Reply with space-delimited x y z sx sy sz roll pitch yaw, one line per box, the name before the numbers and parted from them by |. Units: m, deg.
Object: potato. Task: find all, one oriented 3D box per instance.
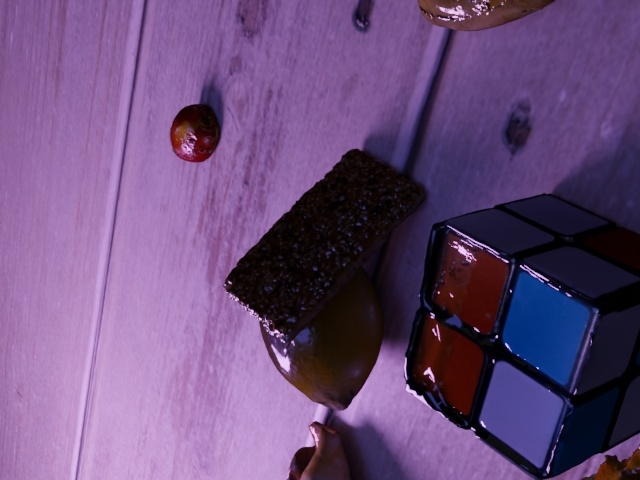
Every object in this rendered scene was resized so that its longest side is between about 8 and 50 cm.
potato | 0.159 -0.252 0.887 0.170 0.080 0.107 -1 87 52

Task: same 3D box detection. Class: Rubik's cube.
Rubik's cube | 0.201 0.078 0.854 0.180 0.167 0.183 29 122 41

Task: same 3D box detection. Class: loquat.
loquat | 0.004 0.102 1.119 0.152 0.152 0.195 -13 78 51

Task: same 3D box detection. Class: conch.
conch | 0.014 0.372 1.225 0.158 0.127 0.255 -168 92 -79

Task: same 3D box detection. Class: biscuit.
biscuit | 0.000 0.000 1.065 0.131 0.231 0.025 35 167 40

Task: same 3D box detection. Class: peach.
peach | -0.184 -0.149 1.352 0.083 0.050 0.077 -41 67 51

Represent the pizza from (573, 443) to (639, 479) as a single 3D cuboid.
pizza | 0.294 0.291 0.870 0.336 0.086 0.226 3 103 52
